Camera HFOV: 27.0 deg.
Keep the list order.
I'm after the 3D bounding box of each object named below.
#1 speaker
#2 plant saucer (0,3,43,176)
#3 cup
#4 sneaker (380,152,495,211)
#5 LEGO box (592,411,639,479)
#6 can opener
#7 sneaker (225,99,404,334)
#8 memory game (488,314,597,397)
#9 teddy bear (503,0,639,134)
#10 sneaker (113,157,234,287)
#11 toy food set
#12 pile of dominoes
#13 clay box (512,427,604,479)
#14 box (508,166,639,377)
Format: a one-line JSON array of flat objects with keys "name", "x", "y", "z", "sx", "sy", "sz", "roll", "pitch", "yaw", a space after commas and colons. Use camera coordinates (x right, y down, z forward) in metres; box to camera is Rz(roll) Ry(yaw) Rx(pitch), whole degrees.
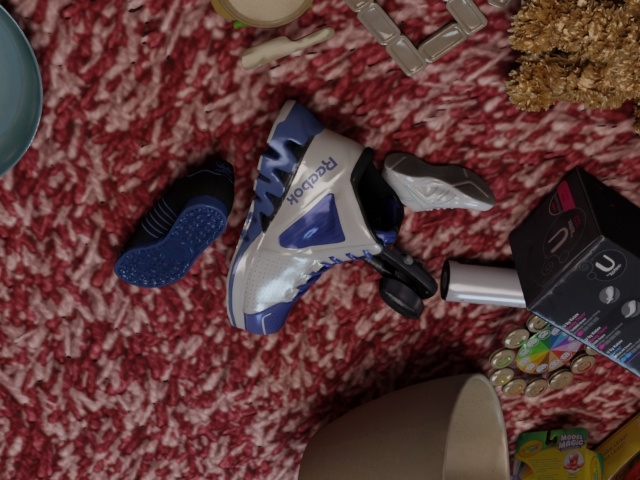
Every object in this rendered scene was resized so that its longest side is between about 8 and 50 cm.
[{"name": "speaker", "x": 0.231, "y": 0.060, "z": 1.765, "sx": 0.136, "sy": 0.055, "sz": 0.055, "roll": 5, "pitch": 124, "yaw": -7}, {"name": "plant saucer", "x": -0.484, "y": -0.191, "z": 1.560, "sx": 0.317, "sy": 0.044, "sz": 0.318, "roll": -2, "pitch": 125, "yaw": -3}, {"name": "cup", "x": 0.107, "y": 0.346, "z": 1.827, "sx": 0.237, "sy": 0.331, "sz": 0.331, "roll": -2, "pitch": 127, "yaw": 23}, {"name": "sneaker", "x": 0.146, "y": -0.064, "z": 1.683, "sx": 0.152, "sy": 0.054, "sz": 0.061, "roll": 16, "pitch": 131, "yaw": -7}, {"name": "LEGO box", "x": 0.596, "y": 0.403, "z": 1.937, "sx": 0.372, "sy": 0.193, "sz": 0.500, "roll": 33, "pitch": 117, "yaw": -23}, {"name": "can opener", "x": 0.080, "y": 0.021, "z": 1.730, "sx": 0.059, "sy": 0.073, "sz": 0.186, "roll": -36, "pitch": 110, "yaw": 28}, {"name": "sneaker", "x": 0.000, "y": -0.001, "z": 1.635, "sx": 0.182, "sy": 0.127, "sz": 0.316, "roll": 21, "pitch": 123, "yaw": 10}, {"name": "memory game", "x": 0.315, "y": 0.154, "z": 1.827, "sx": 0.186, "sy": 0.012, "sz": 0.186, "roll": -13, "pitch": 136, "yaw": -13}, {"name": "teddy bear", "x": 0.379, "y": -0.219, "z": 1.551, "sx": 0.338, "sy": 0.113, "sz": 0.245, "roll": 10, "pitch": 125, "yaw": -9}, {"name": "sneaker", "x": -0.179, "y": -0.020, "z": 1.680, "sx": 0.081, "sy": 0.090, "sz": 0.232, "roll": 32, "pitch": 138, "yaw": -24}, {"name": "toy food set", "x": -0.066, "y": -0.303, "z": 1.516, "sx": 0.132, "sy": 0.038, "sz": 0.192, "roll": -19, "pitch": 114, "yaw": 2}, {"name": "pile of dominoes", "x": 0.111, "y": -0.328, "z": 1.519, "sx": 0.196, "sy": 0.040, "sz": 0.251, "roll": -32, "pitch": 128, "yaw": 17}, {"name": "clay box", "x": 0.334, "y": 0.382, "z": 1.888, "sx": 0.127, "sy": 0.222, "sz": 0.053, "roll": -13, "pitch": 150, "yaw": 42}, {"name": "box", "x": 0.396, "y": 0.057, "z": 1.706, "sx": 0.270, "sy": 0.165, "sz": 0.143, "roll": 30, "pitch": 118, "yaw": -22}]
